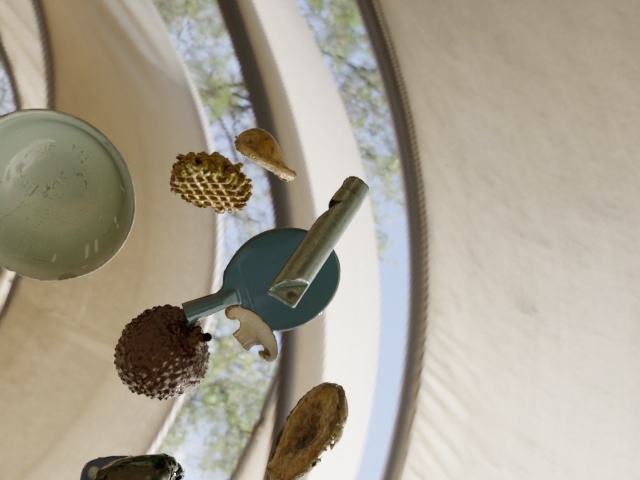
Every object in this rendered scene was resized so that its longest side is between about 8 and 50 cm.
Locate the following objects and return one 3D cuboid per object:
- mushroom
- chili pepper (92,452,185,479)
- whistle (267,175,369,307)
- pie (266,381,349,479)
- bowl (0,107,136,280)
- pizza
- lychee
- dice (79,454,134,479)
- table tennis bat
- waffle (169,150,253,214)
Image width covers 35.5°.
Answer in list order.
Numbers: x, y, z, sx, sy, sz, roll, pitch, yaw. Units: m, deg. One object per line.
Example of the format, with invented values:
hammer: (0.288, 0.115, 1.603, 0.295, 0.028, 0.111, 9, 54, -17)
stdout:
mushroom: (-0.095, 0.127, 1.385, 0.049, 0.101, 0.019, -43, -164, -19)
chili pepper: (-0.330, 0.517, 2.038, 0.261, 0.165, 0.173, -9, -147, 13)
whistle: (0.000, 0.000, 1.887, 0.062, 0.062, 0.312, -26, -155, 53)
pie: (-0.026, 0.416, 2.156, 0.274, 0.055, 0.274, -49, -165, 18)
bowl: (-0.653, -0.134, 2.452, 0.434, 0.435, 0.196, -59, -169, 18)
pizza: (-0.167, -0.258, 2.717, 0.080, 0.204, 0.188, -51, -127, 10)
lychee: (-0.311, 0.225, 2.021, 0.238, 0.200, 0.200, -21, -130, 28)
dice: (-0.529, 0.634, 2.555, 0.143, 0.147, 0.146, 70, 11, -64)
table tennis bat: (-0.116, 0.093, 1.997, 0.044, 0.329, 0.215, -132, -155, -69)
waffle: (-0.251, -0.132, 2.294, 0.197, 0.193, 0.070, 125, -18, -60)
